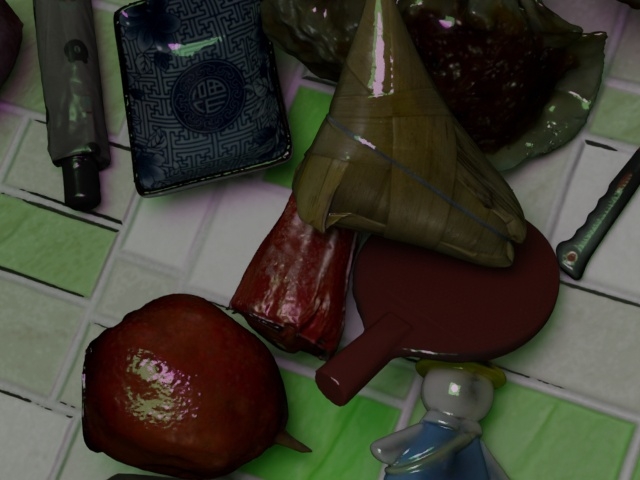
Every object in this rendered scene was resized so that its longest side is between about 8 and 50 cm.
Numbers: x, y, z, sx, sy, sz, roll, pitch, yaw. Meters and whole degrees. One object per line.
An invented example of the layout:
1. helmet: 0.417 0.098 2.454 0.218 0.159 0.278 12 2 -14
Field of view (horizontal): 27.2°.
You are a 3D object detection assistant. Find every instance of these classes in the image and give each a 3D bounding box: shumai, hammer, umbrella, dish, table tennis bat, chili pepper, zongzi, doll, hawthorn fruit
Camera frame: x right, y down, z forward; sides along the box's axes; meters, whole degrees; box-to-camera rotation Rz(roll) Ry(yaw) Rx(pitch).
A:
1. shumai: 0.125 -0.200 1.396 0.330 0.292 0.289 -21 104 9
2. hammer: 0.336 -0.083 1.383 0.111 0.033 0.288 35 84 21
3. umbrella: -0.293 -0.195 1.549 0.073 0.067 0.337 -18 70 22
4. dish: -0.126 -0.166 1.493 0.181 0.080 0.243 -14 69 9
5. table tennis bat: 0.111 0.057 1.315 0.200 0.038 0.310 34 54 26
6. chili pepper: 0.000 0.000 1.385 0.136 0.144 0.253 -3 62 52
7. zongzi: 0.113 -0.112 1.276 0.228 0.115 0.256 15 104 -12
8. doll: 0.126 0.198 1.312 0.135 0.099 0.241 9 73 15
9. hawthorn fruit: -0.126 0.164 1.344 0.251 0.189 0.190 26 81 11

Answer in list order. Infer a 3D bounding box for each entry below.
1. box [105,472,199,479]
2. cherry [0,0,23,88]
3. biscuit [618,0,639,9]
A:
1. box: -0.155 0.355 1.268 0.148 0.155 0.231 2 97 16
2. cherry: -0.477 -0.219 1.541 0.266 0.183 0.213 -21 78 -10
3. biscuit: 0.351 -0.378 1.355 0.268 0.115 0.366 41 55 -14
